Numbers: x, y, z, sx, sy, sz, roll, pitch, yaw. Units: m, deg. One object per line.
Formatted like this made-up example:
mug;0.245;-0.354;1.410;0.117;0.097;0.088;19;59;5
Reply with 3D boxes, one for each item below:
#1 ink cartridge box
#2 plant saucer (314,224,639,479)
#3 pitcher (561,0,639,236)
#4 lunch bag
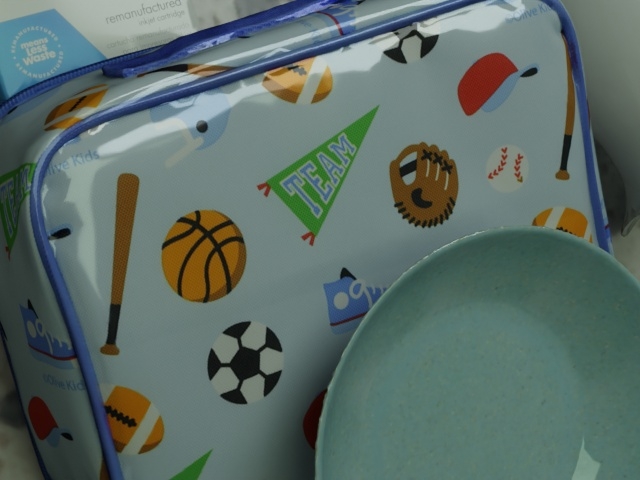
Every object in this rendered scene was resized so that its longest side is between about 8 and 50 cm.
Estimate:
ink cartridge box;-0.136;-0.157;0.741;0.104;0.060;0.180;-20;92;-24
plant saucer;0.076;0.088;0.699;0.195;0.037;0.195;-3;97;-28
pitcher;0.176;-0.111;0.812;0.125;0.178;0.207;-28;97;-19
lunch bag;0.000;0.000;0.735;0.303;0.115;0.243;-21;106;-26
